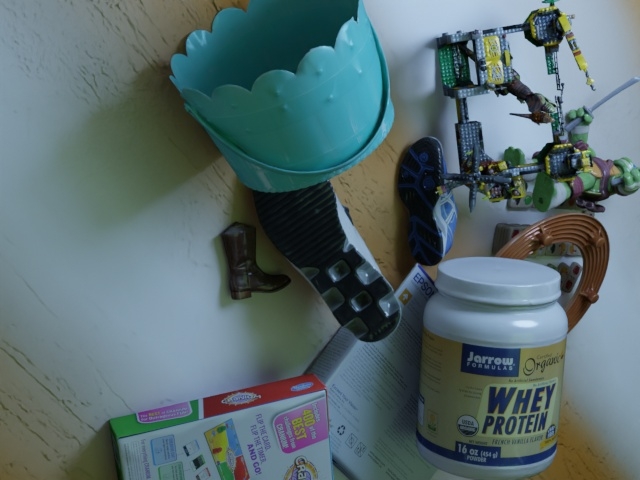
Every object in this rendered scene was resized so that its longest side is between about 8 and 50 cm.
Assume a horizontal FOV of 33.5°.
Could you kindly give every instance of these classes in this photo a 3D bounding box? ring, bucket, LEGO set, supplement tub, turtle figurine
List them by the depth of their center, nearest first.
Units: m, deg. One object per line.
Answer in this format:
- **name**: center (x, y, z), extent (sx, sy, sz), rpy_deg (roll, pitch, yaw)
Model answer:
- **bucket**: center (-0.041, -0.207, 1.424), extent (0.281, 0.281, 0.183), rpy_deg (-41, 126, -20)
- **LEGO set**: center (0.302, -0.211, 1.635), extent (0.255, 0.192, 0.331), rpy_deg (-1, 99, -1)
- **supplement tub**: center (0.273, 0.199, 1.697), extent (0.228, 0.228, 0.316), rpy_deg (-6, 105, -34)
- **turtle figurine**: center (0.471, -0.157, 1.845), extent (0.266, 0.275, 0.197), rpy_deg (-13, 75, -28)
- **ring**: center (0.392, 0.099, 1.893), extent (0.337, 0.032, 0.336), rpy_deg (-20, 131, -25)

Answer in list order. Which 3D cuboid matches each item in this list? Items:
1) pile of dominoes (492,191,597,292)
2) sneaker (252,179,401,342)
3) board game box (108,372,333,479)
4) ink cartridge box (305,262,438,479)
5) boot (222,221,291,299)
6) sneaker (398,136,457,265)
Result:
- **pile of dominoes**: center (0.419, 0.011, 1.947), extent (0.251, 0.040, 0.195), rpy_deg (0, 102, -35)
- **sneaker**: center (0.000, 0.000, 1.612), extent (0.122, 0.146, 0.330), rpy_deg (-30, 98, 3)
- **board game box**: center (-0.138, 0.349, 1.580), extent (0.317, 0.064, 0.242), rpy_deg (-10, 109, -18)
- **ink cartridge box**: center (0.131, 0.253, 1.791), extent (0.330, 0.071, 0.324), rpy_deg (-52, 125, -16)
- **boot**: center (-0.095, 0.023, 1.589), extent (0.106, 0.037, 0.114), rpy_deg (-16, 107, -34)
- **sneaker**: center (0.180, -0.068, 1.744), extent (0.081, 0.080, 0.211), rpy_deg (-26, 118, -55)
